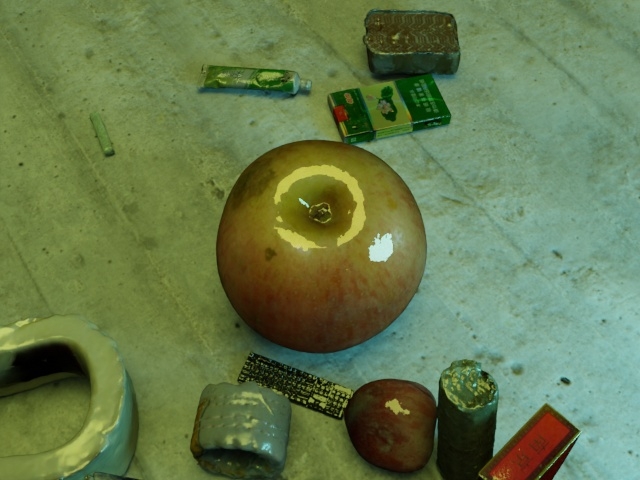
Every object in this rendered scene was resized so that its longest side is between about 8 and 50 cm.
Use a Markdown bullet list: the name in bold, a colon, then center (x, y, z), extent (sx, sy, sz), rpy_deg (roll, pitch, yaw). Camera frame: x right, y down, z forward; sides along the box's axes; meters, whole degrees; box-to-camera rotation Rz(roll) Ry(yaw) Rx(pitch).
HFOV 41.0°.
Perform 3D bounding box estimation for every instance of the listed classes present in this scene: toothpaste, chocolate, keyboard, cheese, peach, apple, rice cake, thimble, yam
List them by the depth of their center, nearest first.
- **yam**: center (0.220, 0.280, 1.288), extent (0.093, 0.259, 0.093), rpy_deg (-4, 48, 4)
- **cheese**: center (-0.461, 0.278, 1.346), extent (0.332, 0.153, 0.292), rpy_deg (-9, 55, -8)
- **thimble**: center (-0.124, 0.298, 1.347), extent (0.151, 0.127, 0.118), rpy_deg (6, 54, 3)
- **peach**: center (0.108, 0.285, 1.359), extent (0.152, 0.152, 0.152), rpy_deg (0, 55, 0)
- **apple**: center (0.000, 0.000, 1.436), extent (0.363, 0.364, 0.364), rpy_deg (0, 55, 0)
- **keyboard**: center (-0.043, 0.245, 1.452), extent (0.195, 0.018, 0.060), rpy_deg (18, 59, 12)
- **rice cake**: center (-0.453, -0.222, 1.775), extent (0.022, 0.022, 0.121), rpy_deg (-23, 56, -10)
- **toothpaste**: center (-0.142, -0.346, 1.851), extent (0.247, 0.047, 0.078), rpy_deg (6, 53, 6)
- **chocolate**: center (0.196, -0.428, 1.880), extent (0.214, 0.093, 0.148), rpy_deg (0, 54, -1)

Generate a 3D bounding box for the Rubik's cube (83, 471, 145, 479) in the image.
- **Rubik's cube**: center (-0.212, 0.483, 1.143), extent (0.260, 0.255, 0.259), rpy_deg (12, 54, 6)

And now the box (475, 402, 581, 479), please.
- **box**: center (0.282, 0.351, 1.242), extent (0.074, 0.240, 0.153), rpy_deg (37, 63, 23)

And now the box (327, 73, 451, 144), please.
- **box**: center (0.144, -0.278, 1.809), extent (0.235, 0.034, 0.132), rpy_deg (-12, 56, -8)
